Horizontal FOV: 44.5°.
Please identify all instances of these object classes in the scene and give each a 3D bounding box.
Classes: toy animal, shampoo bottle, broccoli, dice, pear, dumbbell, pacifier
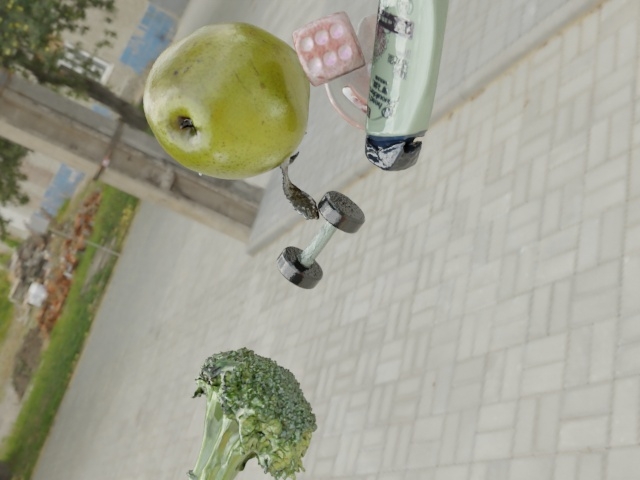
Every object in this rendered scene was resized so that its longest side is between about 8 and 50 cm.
[{"bbox_3d":[-0.074,-0.164,1.585,0.197,0.272,0.160,-44,-18,-44],"label":"toy animal"},{"bbox_3d":[0.134,-0.278,1.205,0.134,0.078,0.360,42,137,45],"label":"shampoo bottle"},{"bbox_3d":[-0.119,0.322,1.406,0.288,0.235,0.260,68,-161,-67],"label":"broccoli"},{"bbox_3d":[0.014,-0.298,1.221,0.093,0.094,0.091,-22,7,11],"label":"dice"},{"bbox_3d":[-0.160,-0.236,1.345,0.294,0.294,0.294,-50,25,34],"label":"pear"},{"bbox_3d":[0.000,0.000,1.574,0.191,0.100,0.100,-54,23,23],"label":"dumbbell"},{"bbox_3d":[0.156,-0.418,1.900,0.332,0.220,0.273,-52,-25,-23],"label":"pacifier"}]
